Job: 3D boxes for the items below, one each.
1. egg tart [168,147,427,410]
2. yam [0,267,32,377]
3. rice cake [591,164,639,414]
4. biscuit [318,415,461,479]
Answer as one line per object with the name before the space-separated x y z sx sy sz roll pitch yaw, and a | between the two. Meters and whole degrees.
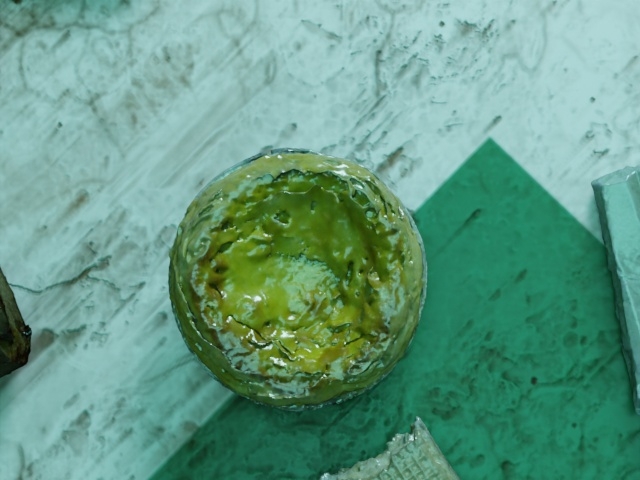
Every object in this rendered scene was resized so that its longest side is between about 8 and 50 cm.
egg tart | -0.021 0.034 1.311 0.234 0.094 0.234 0 87 2
yam | -0.400 0.115 1.320 0.280 0.131 0.131 -24 82 0
rice cake | 0.301 0.037 1.316 0.085 0.040 0.226 -11 83 3
biscuit | 0.107 0.279 1.290 0.108 0.062 0.239 -34 81 0
